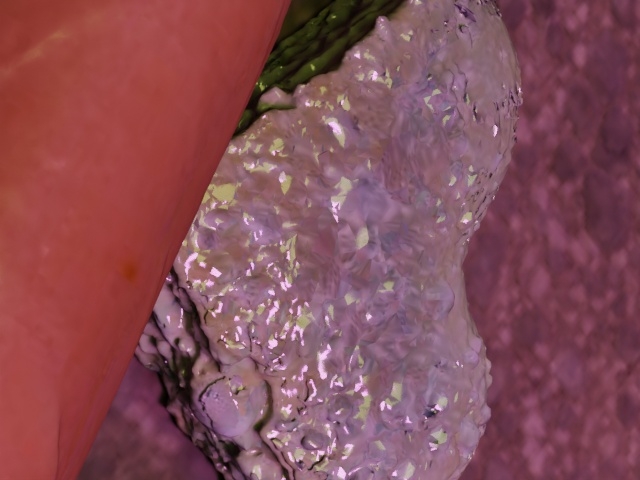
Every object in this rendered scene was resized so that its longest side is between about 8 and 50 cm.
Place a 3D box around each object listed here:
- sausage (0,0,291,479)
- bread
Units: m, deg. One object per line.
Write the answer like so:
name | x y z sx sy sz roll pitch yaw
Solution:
sausage | -0.091 -0.024 0.498 0.121 0.121 0.304 36 66 -31
bread | 0.000 0.000 0.612 0.172 0.064 0.232 15 83 -36
